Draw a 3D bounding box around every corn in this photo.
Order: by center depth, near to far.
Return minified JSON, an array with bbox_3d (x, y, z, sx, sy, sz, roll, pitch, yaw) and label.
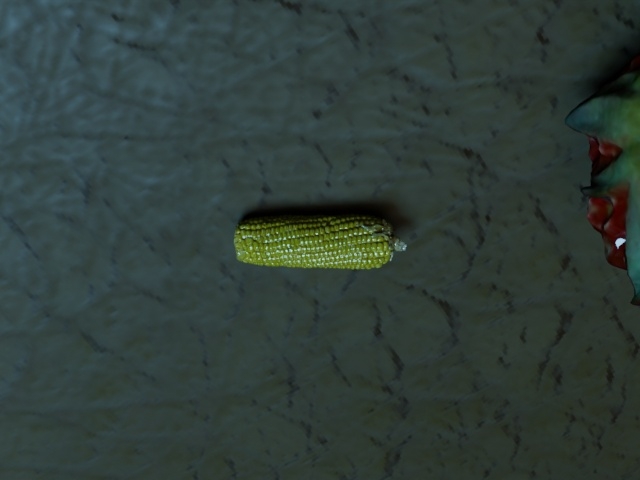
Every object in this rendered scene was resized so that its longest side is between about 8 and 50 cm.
[{"bbox_3d":[0.000,0.000,0.759,0.083,0.028,0.027,1,107,-3],"label":"corn"}]

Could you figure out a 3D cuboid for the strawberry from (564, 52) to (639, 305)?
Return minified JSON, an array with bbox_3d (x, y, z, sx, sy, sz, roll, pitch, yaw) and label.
[{"bbox_3d":[0.223,-0.037,0.680,0.202,0.184,0.186,2,127,-20],"label":"strawberry"}]
